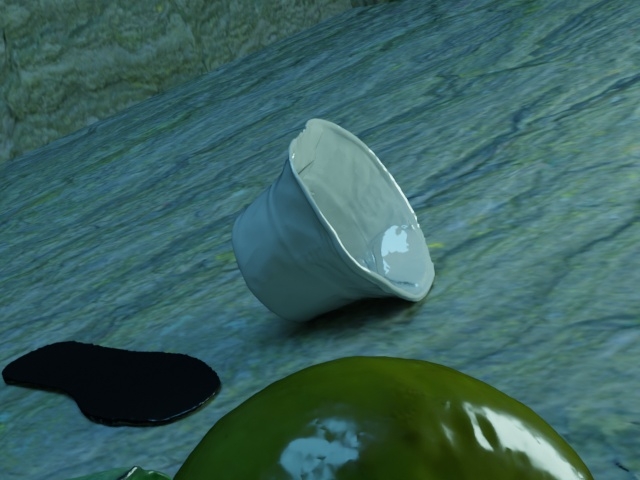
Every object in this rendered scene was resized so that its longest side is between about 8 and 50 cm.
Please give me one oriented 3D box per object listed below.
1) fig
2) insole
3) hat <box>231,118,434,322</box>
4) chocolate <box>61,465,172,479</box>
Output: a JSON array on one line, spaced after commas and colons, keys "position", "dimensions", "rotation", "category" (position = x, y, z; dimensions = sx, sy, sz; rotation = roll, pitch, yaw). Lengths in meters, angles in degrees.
[{"position": [0.014, 0.163, 0.551], "dimensions": [0.230, 0.207, 0.207], "rotation": [-44, -4, 41], "category": "fig"}, {"position": [-0.205, 0.132, 1.205], "dimensions": [0.119, 0.009, 0.348], "rotation": [-29, 19, -35], "category": "insole"}, {"position": [0.000, 0.000, 1.165], "dimensions": [0.126, 0.203, 0.203], "rotation": [-36, 8, 26], "category": "hat"}, {"position": [-0.227, 0.214, 0.812], "dimensions": [0.291, 0.110, 0.110], "rotation": [-13, 17, 24], "category": "chocolate"}]
